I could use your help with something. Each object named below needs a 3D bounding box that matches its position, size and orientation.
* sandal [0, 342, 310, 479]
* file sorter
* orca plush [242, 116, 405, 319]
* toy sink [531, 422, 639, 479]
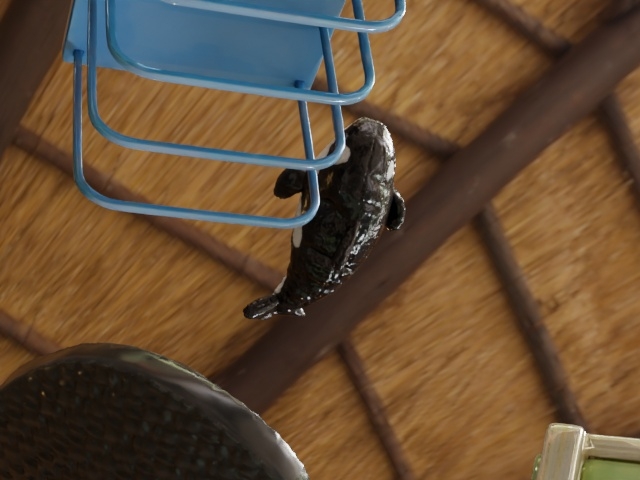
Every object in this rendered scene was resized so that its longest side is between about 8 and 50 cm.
[{"bbox_3d":[-0.158,0.136,1.001,0.107,0.446,0.167,-42,-70,-38],"label":"sandal"},{"bbox_3d":[-0.034,-0.098,0.589,0.118,0.170,0.104,6,-130,-16],"label":"file sorter"},{"bbox_3d":[0.000,0.000,1.636,0.151,0.287,0.102,34,-152,-18],"label":"orca plush"},{"bbox_3d":[0.151,0.185,0.680,0.234,0.131,0.153,4,-142,17],"label":"toy sink"}]
